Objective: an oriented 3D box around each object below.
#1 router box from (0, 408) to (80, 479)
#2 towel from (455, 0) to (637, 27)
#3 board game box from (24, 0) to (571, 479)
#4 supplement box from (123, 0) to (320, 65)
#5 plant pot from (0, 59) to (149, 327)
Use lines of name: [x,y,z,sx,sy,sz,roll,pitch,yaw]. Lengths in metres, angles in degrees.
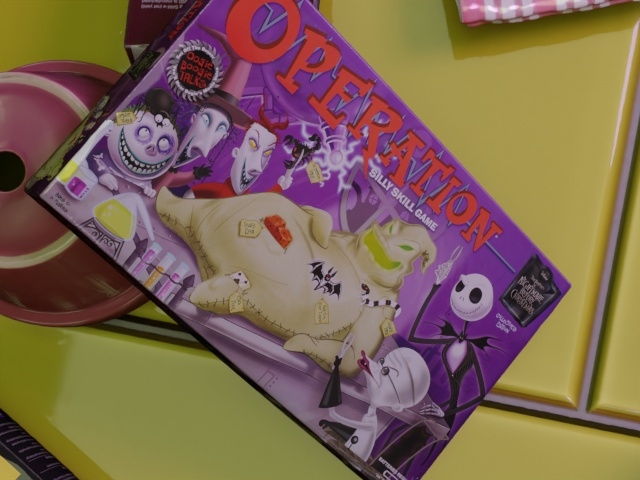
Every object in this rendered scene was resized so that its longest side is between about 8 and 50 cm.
router box: [-0.313,0.264,0.979,0.243,0.081,0.309,41,89,6]
towel: [0.186,-0.238,0.972,0.197,0.029,0.144,-9,87,0]
board game box: [0.000,0.000,0.902,0.347,0.056,0.208,43,77,-26]
supplement box: [-0.063,-0.224,0.976,0.130,0.073,0.239,2,67,4]
plant pot: [-0.193,-0.038,0.948,0.201,0.180,0.201,0,86,2]
